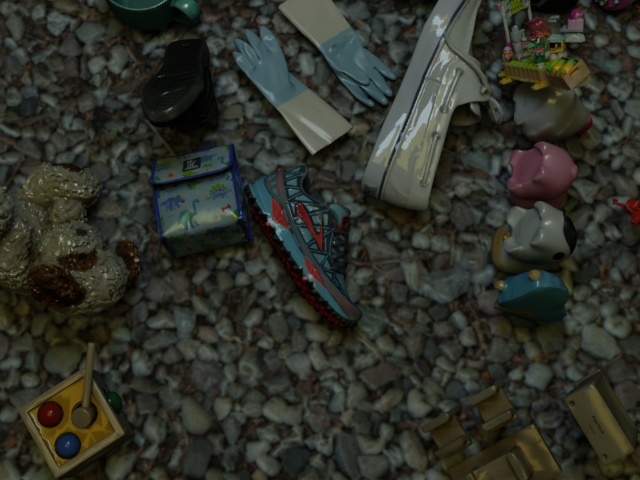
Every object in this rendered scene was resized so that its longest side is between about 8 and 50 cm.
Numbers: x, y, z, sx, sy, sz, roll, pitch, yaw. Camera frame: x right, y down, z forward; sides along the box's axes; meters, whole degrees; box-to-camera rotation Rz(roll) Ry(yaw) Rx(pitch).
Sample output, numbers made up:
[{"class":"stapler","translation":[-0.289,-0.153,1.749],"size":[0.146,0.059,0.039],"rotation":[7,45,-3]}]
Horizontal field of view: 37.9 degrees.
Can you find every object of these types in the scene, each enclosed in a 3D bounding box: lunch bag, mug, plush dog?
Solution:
[{"class":"lunch bag","translation":[-0.177,-0.066,1.372],"size":[0.128,0.096,0.151],"rotation":[-12,63,1]},{"class":"mug","translation":[-0.265,-0.381,1.441],"size":[0.129,0.097,0.158],"rotation":[-22,78,-4]},{"class":"plush dog","translation":[-0.377,0.028,1.307],"size":[0.225,0.262,0.211],"rotation":[29,112,17]}]

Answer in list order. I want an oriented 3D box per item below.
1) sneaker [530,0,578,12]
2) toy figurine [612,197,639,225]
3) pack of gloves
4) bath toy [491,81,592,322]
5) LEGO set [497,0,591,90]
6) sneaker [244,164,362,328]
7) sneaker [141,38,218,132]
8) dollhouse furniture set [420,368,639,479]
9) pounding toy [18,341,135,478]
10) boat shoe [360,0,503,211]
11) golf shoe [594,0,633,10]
[{"class":"sneaker","translation":[0.291,-0.473,1.430],"size":[0.300,0.111,0.121],"rotation":[42,75,-5]},{"class":"toy figurine","translation":[0.617,0.019,1.333],"size":[0.362,0.191,0.217],"rotation":[-15,107,-9]},{"class":"pack of gloves","translation":[-0.011,-0.261,1.445],"size":[0.195,0.046,0.232],"rotation":[-35,80,-20]},{"class":"bath toy","translation":[0.321,-0.066,1.340],"size":[0.129,0.151,0.349],"rotation":[20,71,-31]},{"class":"LEGO set","translation":[0.307,-0.289,1.320],"size":[0.132,0.287,0.107],"rotation":[-7,111,18]},{"class":"sneaker","translation":[0.000,0.000,1.343],"size":[0.125,0.104,0.262],"rotation":[-31,78,-8]},{"class":"sneaker","translation":[-0.197,-0.196,1.357],"size":[0.087,0.228,0.130],"rotation":[-7,121,5]},{"class":"dollhouse furniture set","translation":[0.298,0.287,1.275],"size":[0.242,0.161,0.212],"rotation":[-33,77,17]},{"class":"pounding toy","translation":[-0.333,0.236,1.297],"size":[0.141,0.100,0.130],"rotation":[-33,79,-6]},{"class":"boat shoe","translation":[0.197,-0.210,1.371],"size":[0.156,0.136,0.367],"rotation":[22,81,7]},{"class":"golf shoe","translation":[0.441,-0.509,1.458],"size":[0.140,0.115,0.306],"rotation":[-23,84,-15]}]
